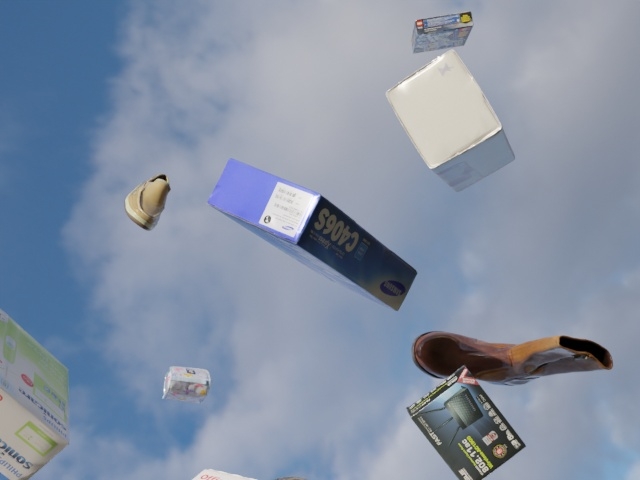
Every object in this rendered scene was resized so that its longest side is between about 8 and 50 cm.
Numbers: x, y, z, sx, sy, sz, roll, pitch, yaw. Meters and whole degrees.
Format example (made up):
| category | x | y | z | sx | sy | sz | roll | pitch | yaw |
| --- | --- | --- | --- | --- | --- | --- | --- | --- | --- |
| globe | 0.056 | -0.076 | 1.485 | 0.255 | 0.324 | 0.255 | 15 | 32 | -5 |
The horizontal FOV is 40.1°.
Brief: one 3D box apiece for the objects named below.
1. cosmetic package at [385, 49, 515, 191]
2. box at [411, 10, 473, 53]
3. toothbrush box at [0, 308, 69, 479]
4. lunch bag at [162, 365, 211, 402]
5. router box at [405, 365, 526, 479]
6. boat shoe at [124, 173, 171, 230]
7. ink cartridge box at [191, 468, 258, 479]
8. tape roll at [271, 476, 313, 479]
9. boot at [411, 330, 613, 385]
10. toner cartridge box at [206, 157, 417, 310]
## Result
| category | x | y | z | sx | sy | sz | roll | pitch | yaw |
| --- | --- | --- | --- | --- | --- | --- | --- | --- | --- |
| cosmetic package | 0.223 | -0.186 | 1.451 | 0.129 | 0.153 | 0.296 | -31 | -13 | 12 |
| box | 0.205 | -0.353 | 1.491 | 0.137 | 0.093 | 0.027 | 27 | -125 | -87 |
| toothbrush box | -0.562 | 0.267 | 1.562 | 0.122 | 0.283 | 0.206 | -40 | -66 | 2 |
| lunch bag | -0.224 | 0.240 | 1.472 | 0.071 | 0.083 | 0.053 | 9 | -112 | -14 |
| router box | 0.178 | 0.229 | 1.076 | 0.092 | 0.038 | 0.122 | -38 | -84 | 2 |
| boat shoe | -0.298 | -0.079 | 1.545 | 0.072 | 0.190 | 0.068 | -43 | -68 | 10 |
| ink cartridge box | -0.206 | 0.506 | 1.497 | 0.237 | 0.171 | 0.100 | -32 | -65 | -47 |
| tape roll | -0.054 | 0.442 | 1.091 | 0.246 | 0.246 | 0.169 | -4 | -30 | -48 |
| boot | 0.339 | 0.213 | 1.595 | 0.264 | 0.280 | 0.096 | 24 | -112 | -24 |
| toner cartridge box | 0.000 | 0.000 | 1.274 | 0.075 | 0.165 | 0.348 | -62 | -33 | -4 |
